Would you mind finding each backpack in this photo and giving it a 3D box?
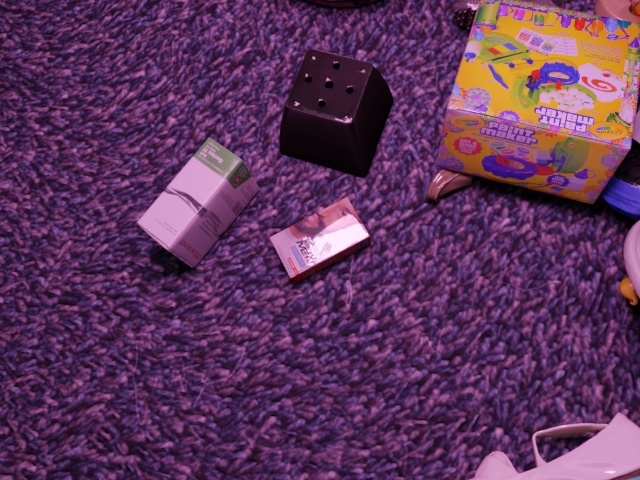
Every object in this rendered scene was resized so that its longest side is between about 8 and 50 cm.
[{"bbox_3d":[0.557,-0.088,1.084,0.120,0.101,0.098,-20,38,-34],"label":"backpack"}]

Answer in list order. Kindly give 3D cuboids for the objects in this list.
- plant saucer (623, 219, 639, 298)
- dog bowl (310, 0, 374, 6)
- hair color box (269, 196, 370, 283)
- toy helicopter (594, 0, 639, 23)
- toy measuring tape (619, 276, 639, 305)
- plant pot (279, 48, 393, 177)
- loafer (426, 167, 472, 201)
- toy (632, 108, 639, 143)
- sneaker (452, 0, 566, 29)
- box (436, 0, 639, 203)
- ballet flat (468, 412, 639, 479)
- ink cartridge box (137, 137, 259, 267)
[{"bbox_3d":[0.677,0.068,0.938,0.401,0.100,0.400,9,44,-9],"label":"plant saucer"},{"bbox_3d":[0.052,-0.678,1.298,0.409,0.150,0.407,-1,75,4],"label":"dog bowl"},{"bbox_3d":[0.000,0.000,1.169,0.167,0.053,0.093,-28,72,-3],"label":"hair color box"},{"bbox_3d":[0.684,-0.511,1.215,0.355,0.140,0.235,-33,64,-14],"label":"toy helicopter"},{"bbox_3d":[0.667,0.128,1.020,0.331,0.121,0.121,16,77,10],"label":"toy measuring tape"},{"bbox_3d":[0.026,-0.255,1.179,0.188,0.167,0.187,18,78,10],"label":"plant pot"},{"bbox_3d":[0.263,-0.123,1.171,0.148,0.056,0.050,-42,68,-6],"label":"loafer"},{"bbox_3d":[0.679,-0.165,1.134,0.237,0.056,0.137,38,73,9],"label":"toy"},{"bbox_3d":[0.386,-0.469,1.246,0.235,0.078,0.106,10,73,5],"label":"sneaker"},{"bbox_3d":[0.388,-0.255,1.104,0.290,0.177,0.279,16,64,11],"label":"box"},{"bbox_3d":[0.347,0.386,0.995,0.401,0.139,0.139,-19,73,-3],"label":"ballet flat"},{"bbox_3d":[-0.224,-0.066,1.162,0.087,0.153,0.208,36,80,15],"label":"ink cartridge box"}]
